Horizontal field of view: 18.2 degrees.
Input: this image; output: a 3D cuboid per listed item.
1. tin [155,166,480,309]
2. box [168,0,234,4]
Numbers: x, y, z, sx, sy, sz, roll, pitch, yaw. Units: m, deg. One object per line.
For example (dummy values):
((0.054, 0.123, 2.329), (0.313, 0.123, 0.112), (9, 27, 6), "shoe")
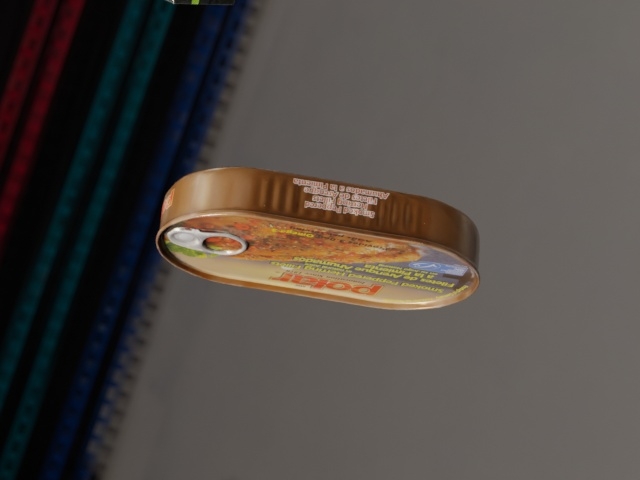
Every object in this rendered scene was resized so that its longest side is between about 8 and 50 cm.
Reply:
((0.000, 0.000, 1.158), (0.189, 0.040, 0.106), (10, 152, -9), "tin")
((-0.095, -0.219, 1.466), (0.062, 0.083, 0.052), (-6, -158, -44), "box")
